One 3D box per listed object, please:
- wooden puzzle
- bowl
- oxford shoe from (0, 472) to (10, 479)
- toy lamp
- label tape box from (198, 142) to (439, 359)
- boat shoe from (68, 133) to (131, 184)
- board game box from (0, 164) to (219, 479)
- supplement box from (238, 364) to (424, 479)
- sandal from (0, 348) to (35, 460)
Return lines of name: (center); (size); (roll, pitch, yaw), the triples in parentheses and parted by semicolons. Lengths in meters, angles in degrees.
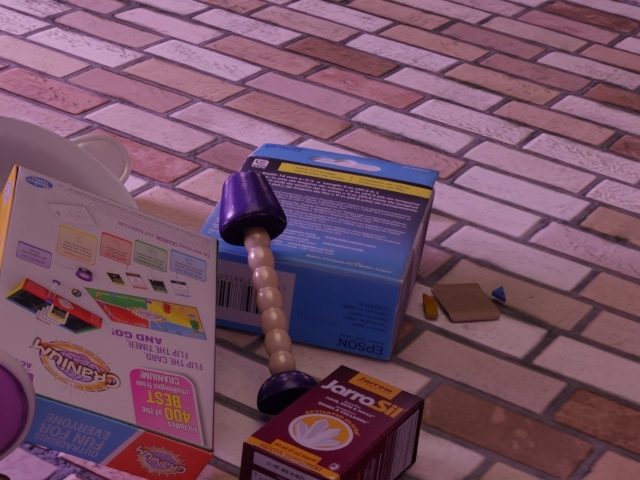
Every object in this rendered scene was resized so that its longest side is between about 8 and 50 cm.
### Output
wooden puzzle: (0.177, 0.078, 1.913); (0.116, 0.014, 0.078); (1, 31, -13)
bowl: (-0.351, 0.007, 1.729); (0.297, 0.134, 0.298); (22, 36, -17)
oxford shoe: (-0.366, 0.256, 1.371); (0.212, 0.076, 0.076); (-10, 61, -37)
toy lamp: (-0.060, 0.050, 1.682); (0.080, 0.080, 0.275); (-2, 59, -18)
label tape box: (0.000, 0.000, 1.913); (0.249, 0.115, 0.348); (10, 24, 7)
boat shoe: (-0.400, -0.058, 1.978); (0.319, 0.116, 0.099); (-15, -10, -25)
board game box: (-0.225, 0.081, 1.571); (0.242, 0.064, 0.317); (21, 37, -19)
supplement box: (0.013, 0.208, 1.528); (0.104, 0.081, 0.188); (20, 29, 24)
sandal: (-0.457, 0.182, 1.378); (0.416, 0.169, 0.102); (-7, 33, 5)
